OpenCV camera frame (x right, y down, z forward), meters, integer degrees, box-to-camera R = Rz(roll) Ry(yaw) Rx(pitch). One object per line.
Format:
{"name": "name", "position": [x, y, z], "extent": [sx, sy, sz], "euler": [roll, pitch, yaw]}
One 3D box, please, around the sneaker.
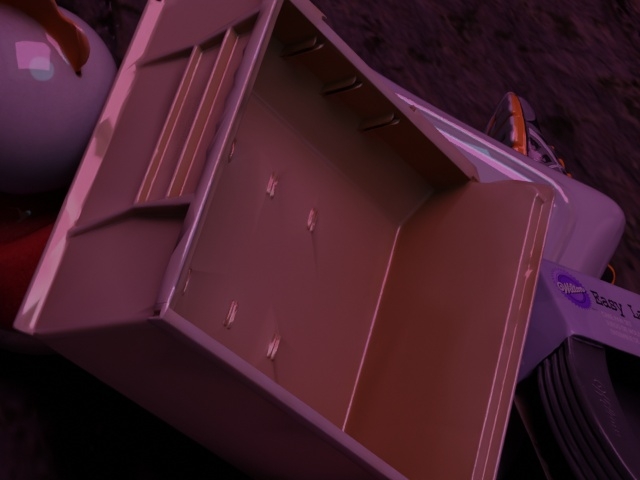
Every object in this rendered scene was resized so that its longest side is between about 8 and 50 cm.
{"name": "sneaker", "position": [0.177, -0.031, 1.102], "extent": [0.083, 0.084, 0.215], "euler": [8, 52, -19]}

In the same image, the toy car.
{"name": "toy car", "position": [-0.194, -0.070, 0.805], "extent": [0.210, 0.238, 0.219], "euler": [31, 38, 25]}

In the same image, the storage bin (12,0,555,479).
{"name": "storage bin", "position": [0.000, 0.000, 0.771], "extent": [0.262, 0.123, 0.260], "euler": [40, 55, -36]}

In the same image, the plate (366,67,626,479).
{"name": "plate", "position": [0.060, 0.000, 0.967], "extent": [0.278, 0.045, 0.277], "euler": [29, 55, 6]}

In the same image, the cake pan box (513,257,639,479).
{"name": "cake pan box", "position": [0.236, 0.144, 0.870], "extent": [0.267, 0.070, 0.245], "euler": [20, 35, -36]}
